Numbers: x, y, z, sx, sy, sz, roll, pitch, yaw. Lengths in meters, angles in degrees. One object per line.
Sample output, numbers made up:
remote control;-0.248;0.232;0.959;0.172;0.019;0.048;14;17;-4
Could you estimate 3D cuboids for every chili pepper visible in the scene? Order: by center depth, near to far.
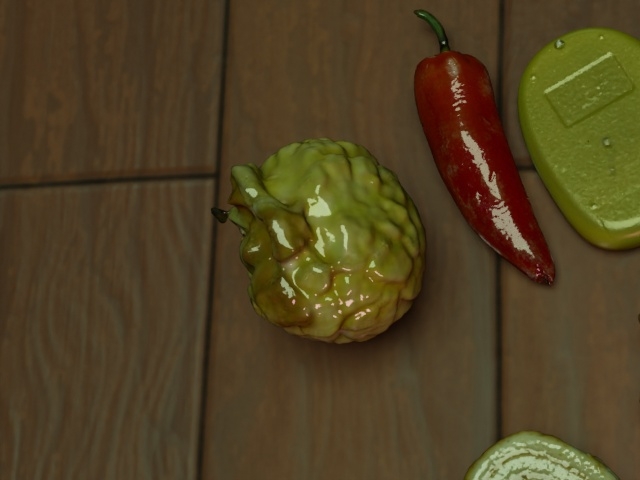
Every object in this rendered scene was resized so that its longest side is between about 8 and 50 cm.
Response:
chili pepper;0.128;-0.081;1.626;0.071;0.063;0.272;-26;71;18

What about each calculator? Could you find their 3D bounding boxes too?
calculator;0.254;-0.076;1.607;0.146;0.032;0.235;-31;67;3

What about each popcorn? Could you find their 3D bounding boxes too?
popcorn;0.000;0.000;1.572;0.170;0.180;0.180;-8;72;6

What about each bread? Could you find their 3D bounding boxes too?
bread;0.180;0.219;1.511;0.149;0.073;0.122;36;82;20

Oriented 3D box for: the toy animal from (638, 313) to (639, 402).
toy animal;0.365;0.065;1.502;0.229;0.066;0.224;-4;80;23
